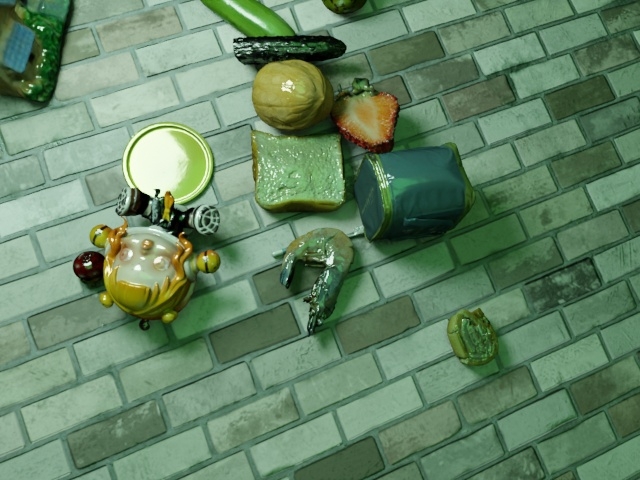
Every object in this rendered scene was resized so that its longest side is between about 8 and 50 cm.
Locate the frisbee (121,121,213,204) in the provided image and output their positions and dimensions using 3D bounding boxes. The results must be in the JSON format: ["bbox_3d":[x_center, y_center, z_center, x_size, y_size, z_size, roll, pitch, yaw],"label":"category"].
[{"bbox_3d":[-0.405,-0.204,1.376,0.236,0.017,0.236,1,80,-8],"label":"frisbee"}]

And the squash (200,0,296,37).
[{"bbox_3d":[-0.192,-0.618,1.437,0.379,0.101,0.101,36,78,-2],"label":"squash"}]

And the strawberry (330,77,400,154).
[{"bbox_3d":[0.124,-0.318,1.396,0.188,0.106,0.286,-13,52,1],"label":"strawberry"}]

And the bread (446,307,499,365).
[{"bbox_3d":[0.407,0.258,1.387,0.117,0.064,0.156,-26,86,-13],"label":"bread"}]

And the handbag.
[{"bbox_3d":[0.231,-0.117,1.325,0.241,0.263,0.222,-11,76,-8],"label":"handbag"}]

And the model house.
[{"bbox_3d":[-0.821,-0.584,1.219,0.335,0.342,0.382,12,79,-5],"label":"model house"}]

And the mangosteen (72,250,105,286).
[{"bbox_3d":[-0.569,0.065,1.280,0.081,0.081,0.081,1,80,-8],"label":"mangosteen"}]

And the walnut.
[{"bbox_3d":[-0.075,-0.380,1.351,0.193,0.226,0.193,-12,109,-40],"label":"walnut"}]

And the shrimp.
[{"bbox_3d":[-0.023,0.094,1.343,0.178,0.075,0.289,22,84,0],"label":"shrimp"}]

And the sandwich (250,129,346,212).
[{"bbox_3d":[-0.058,-0.186,1.387,0.251,0.087,0.226,-2,82,-8],"label":"sandwich"}]

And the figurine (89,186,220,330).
[{"bbox_3d":[-0.397,0.049,1.246,0.320,0.196,0.323,14,73,5],"label":"figurine"}]

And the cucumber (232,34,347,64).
[{"bbox_3d":[-0.080,-0.510,1.380,0.304,0.081,0.072,-2,104,1],"label":"cucumber"}]

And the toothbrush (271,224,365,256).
[{"bbox_3d":[0.000,0.000,1.397,0.276,0.019,0.025,-14,78,-10],"label":"toothbrush"}]

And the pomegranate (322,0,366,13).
[{"bbox_3d":[0.083,-0.727,1.449,0.159,0.205,0.159,7,80,-43],"label":"pomegranate"}]
